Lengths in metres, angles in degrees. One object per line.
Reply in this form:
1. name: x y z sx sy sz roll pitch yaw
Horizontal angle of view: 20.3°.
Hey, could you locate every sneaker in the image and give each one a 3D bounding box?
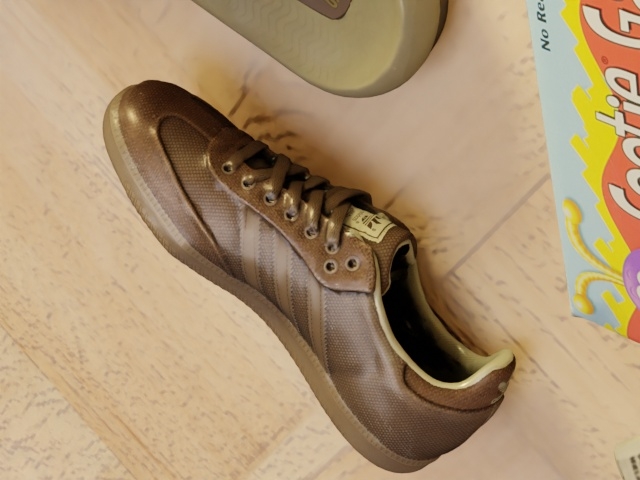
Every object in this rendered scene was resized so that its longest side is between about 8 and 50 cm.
1. sneaker: 0.000 0.000 0.686 0.188 0.066 0.071 48 125 -3

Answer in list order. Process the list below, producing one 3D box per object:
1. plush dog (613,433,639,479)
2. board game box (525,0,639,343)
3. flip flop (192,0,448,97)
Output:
1. plush dog: 0.175 0.143 0.495 0.262 0.225 0.210 35 106 29
2. board game box: 0.189 -0.027 0.357 0.275 0.142 0.144 26 139 44
3. flip flop: -0.084 -0.131 0.623 0.277 0.080 0.112 36 143 7
